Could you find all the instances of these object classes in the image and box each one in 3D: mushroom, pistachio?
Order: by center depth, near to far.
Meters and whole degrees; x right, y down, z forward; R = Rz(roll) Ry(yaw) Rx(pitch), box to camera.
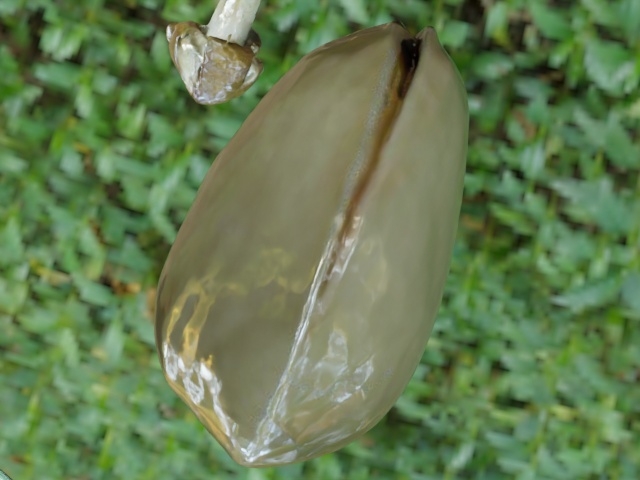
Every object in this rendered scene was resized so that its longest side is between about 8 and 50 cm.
[{"bbox_3d":[0.000,0.000,0.714,0.108,0.185,0.126,21,-178,0],"label":"pistachio"},{"bbox_3d":[-0.043,-0.164,1.106,0.061,0.060,0.187,10,124,-24],"label":"mushroom"}]

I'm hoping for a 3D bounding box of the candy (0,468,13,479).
[{"bbox_3d":[-0.247,0.159,1.331,0.061,0.061,0.202,-13,125,48],"label":"candy"}]
